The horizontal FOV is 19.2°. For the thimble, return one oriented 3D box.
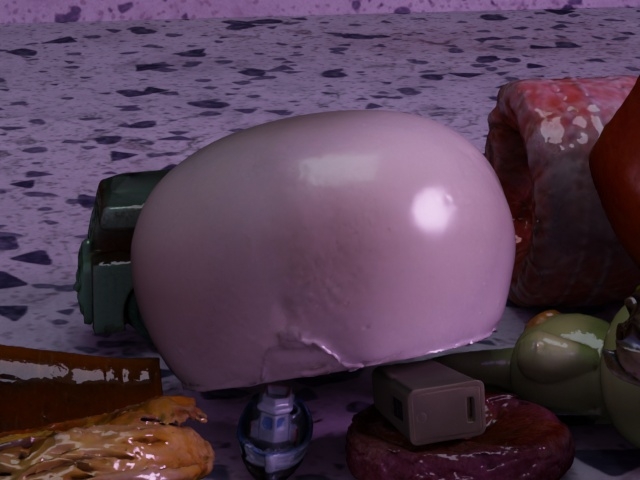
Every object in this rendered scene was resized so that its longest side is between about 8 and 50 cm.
[{"bbox_3d":[0.255,-0.047,1.851,0.162,0.239,0.239,-3,17,-9],"label":"thimble"}]

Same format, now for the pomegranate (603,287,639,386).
[{"bbox_3d":[0.322,0.107,1.344,0.248,0.202,0.202,28,15,-7],"label":"pomegranate"}]

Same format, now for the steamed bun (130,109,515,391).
[{"bbox_3d":[0.000,0.000,1.546,0.324,0.206,0.324,-10,1,0],"label":"steamed bun"}]

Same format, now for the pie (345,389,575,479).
[{"bbox_3d":[0.107,0.159,1.456,0.182,0.049,0.182,-2,12,0],"label":"pie"}]

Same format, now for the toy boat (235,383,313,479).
[{"bbox_3d":[-0.035,0.143,1.481,0.059,0.066,0.140,4,18,2],"label":"toy boat"}]

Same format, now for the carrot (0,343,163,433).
[{"bbox_3d":[-0.220,0.126,1.516,0.193,0.087,0.087,5,16,-2],"label":"carrot"}]

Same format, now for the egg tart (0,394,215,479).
[{"bbox_3d":[-0.210,0.186,1.263,0.297,0.132,0.297,-9,4,1],"label":"egg tart"}]

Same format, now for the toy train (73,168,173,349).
[{"bbox_3d":[-0.067,0.012,1.767,0.326,0.159,0.129,-1,19,-8],"label":"toy train"}]

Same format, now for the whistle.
[{"bbox_3d":[0.223,0.092,1.534,0.294,0.141,0.141,12,20,37],"label":"whistle"}]

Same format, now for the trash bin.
[{"bbox_3d":[0.080,0.120,1.433,0.061,0.043,0.092,-8,11,-16],"label":"trash bin"}]

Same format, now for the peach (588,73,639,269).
[{"bbox_3d":[0.395,-0.016,1.592,0.380,0.242,0.306,38,23,-4],"label":"peach"}]
